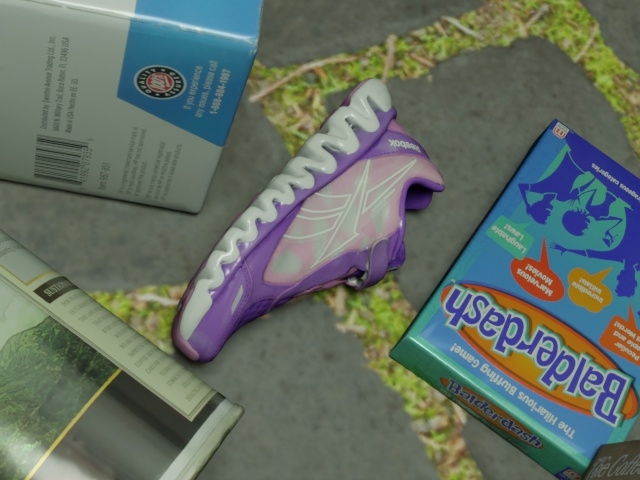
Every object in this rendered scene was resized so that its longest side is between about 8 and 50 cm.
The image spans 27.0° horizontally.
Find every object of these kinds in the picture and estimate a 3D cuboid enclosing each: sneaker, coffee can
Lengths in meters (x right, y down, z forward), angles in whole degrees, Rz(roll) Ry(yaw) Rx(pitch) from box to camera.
[{"bbox_3d":[0.000,0.000,0.877,0.104,0.095,0.236,43,63,-3],"label":"sneaker"},{"bbox_3d":[-0.209,0.089,0.721,0.275,0.201,0.201,36,64,2],"label":"coffee can"}]

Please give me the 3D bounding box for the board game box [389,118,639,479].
[{"bbox_3d":[0.170,0.041,0.923,0.160,0.047,0.210,35,65,2],"label":"board game box"}]

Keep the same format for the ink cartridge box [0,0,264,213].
[{"bbox_3d":[-0.200,-0.139,0.806,0.307,0.223,0.129,10,65,-10],"label":"ink cartridge box"}]

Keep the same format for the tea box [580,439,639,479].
[{"bbox_3d":[0.275,0.269,0.680,0.323,0.329,0.220,35,76,1],"label":"tea box"}]
